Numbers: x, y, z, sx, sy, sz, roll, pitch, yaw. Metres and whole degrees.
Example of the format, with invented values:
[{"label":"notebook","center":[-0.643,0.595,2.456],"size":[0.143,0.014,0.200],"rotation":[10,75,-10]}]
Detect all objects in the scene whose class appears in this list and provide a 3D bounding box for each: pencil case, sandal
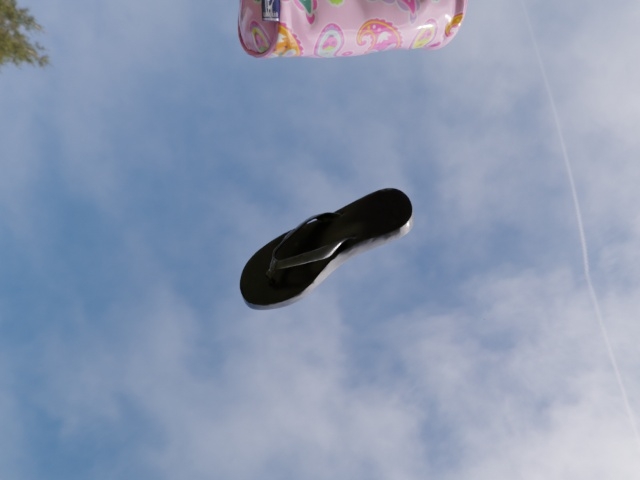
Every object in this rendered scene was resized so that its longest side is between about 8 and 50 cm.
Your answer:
[{"label":"pencil case","center":[0.038,-0.285,0.668],"size":[0.284,0.124,0.124],"rotation":[-12,-104,-27]},{"label":"sandal","center":[0.000,-0.001,0.728],"size":[0.254,0.054,0.097],"rotation":[-32,-126,-2]}]
